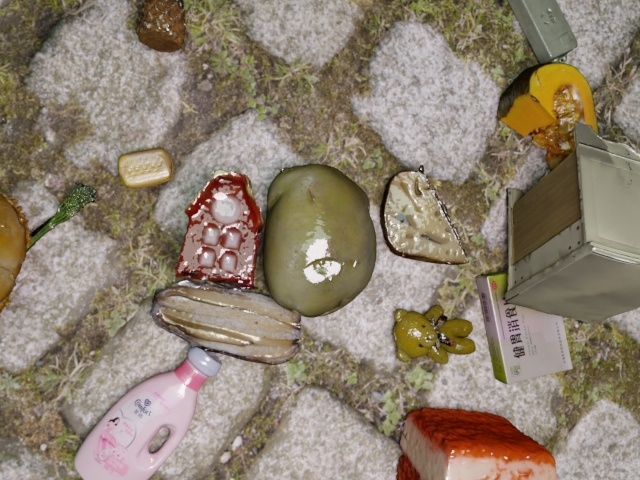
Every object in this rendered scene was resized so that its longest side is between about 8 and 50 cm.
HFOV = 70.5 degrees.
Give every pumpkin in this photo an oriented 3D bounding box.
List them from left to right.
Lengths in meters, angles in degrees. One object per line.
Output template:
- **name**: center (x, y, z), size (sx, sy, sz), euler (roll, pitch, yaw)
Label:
- **pumpkin**: center (0.551, -0.288, 1.106), size (0.189, 0.139, 0.281), euler (-4, 84, -12)

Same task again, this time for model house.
- **model house**: center (-0.197, -0.030, 0.951), size (0.159, 0.196, 0.254), euler (6, 84, -6)

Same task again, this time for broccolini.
- **broccolini**: center (-0.579, -0.029, 0.971), size (0.054, 0.051, 0.239), euler (44, 83, -13)

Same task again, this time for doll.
- **doll**: center (0.271, 0.219, 1.054), size (0.209, 0.097, 0.137), euler (1, 80, -14)

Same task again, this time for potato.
- **potato**: center (0.000, 0.000, 0.964), size (0.242, 0.221, 0.327), euler (5, 81, -6)

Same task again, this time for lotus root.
- **lotus root**: center (-0.207, 0.187, 0.989), size (0.329, 0.078, 0.167), euler (17, 48, -5)
- **lotus root**: center (0.228, -0.038, 1.075), size (0.170, 0.074, 0.261), euler (-22, 91, -9)

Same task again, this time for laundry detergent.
- **laundry detergent**: center (-0.346, 0.368, 0.954), size (0.159, 0.088, 0.335), euler (43, 81, -4)

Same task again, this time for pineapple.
- **pineapple**: center (-0.342, -0.546, 1.016), size (0.119, 0.111, 0.238), euler (12, 77, -37)

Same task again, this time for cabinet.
- **cabinet**: center (0.575, -0.028, 0.977), size (0.227, 0.290, 0.318), euler (14, 62, -4)

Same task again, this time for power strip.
- **power strip**: center (0.579, -0.556, 1.173), size (0.093, 0.053, 0.288), euler (-28, 89, -10)

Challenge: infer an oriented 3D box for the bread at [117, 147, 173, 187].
- **bread**: center (-0.385, -0.159, 1.001), size (0.115, 0.056, 0.082), euler (-19, 93, -14)

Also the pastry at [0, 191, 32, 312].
- **pastry**: center (-0.701, 0.038, 0.884), size (0.254, 0.162, 0.311), euler (11, 83, 14)

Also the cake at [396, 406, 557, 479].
- **cake**: center (0.320, 0.544, 0.947), size (0.269, 0.269, 0.320), euler (4, 87, -8)

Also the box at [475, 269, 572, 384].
- **box**: center (0.494, 0.198, 1.102), size (0.175, 0.062, 0.261), euler (-10, 88, -10)
